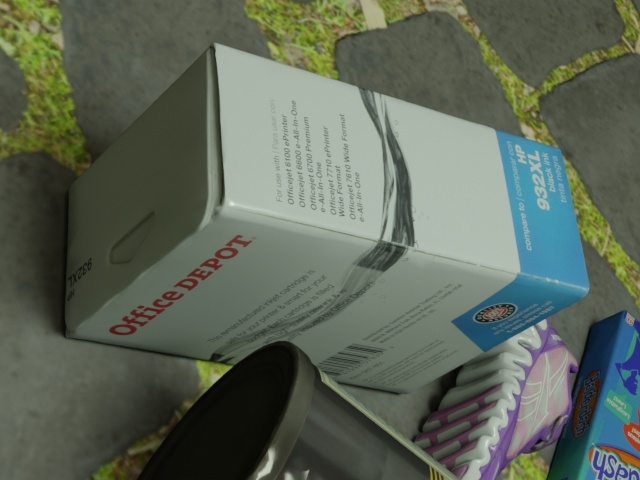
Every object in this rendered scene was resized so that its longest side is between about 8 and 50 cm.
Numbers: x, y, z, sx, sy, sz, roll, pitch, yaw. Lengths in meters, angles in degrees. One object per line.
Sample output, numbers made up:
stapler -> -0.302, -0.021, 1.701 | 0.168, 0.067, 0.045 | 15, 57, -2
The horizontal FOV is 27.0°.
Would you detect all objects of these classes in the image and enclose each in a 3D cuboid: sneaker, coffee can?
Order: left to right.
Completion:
coffee can -> 0.022, 0.226, 0.875 | 0.275, 0.201, 0.201 | 39, 49, -15
sneaker -> 0.156, 0.145, 1.102 | 0.104, 0.095, 0.236 | 47, 46, -18

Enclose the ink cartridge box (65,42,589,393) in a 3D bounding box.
ink cartridge box -> 0.000, 0.000, 0.963 | 0.307, 0.223, 0.129 | 13, 59, -32

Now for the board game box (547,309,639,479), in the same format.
board game box -> 0.294, 0.192, 1.209 | 0.160, 0.047, 0.210 | 38, 50, -16
